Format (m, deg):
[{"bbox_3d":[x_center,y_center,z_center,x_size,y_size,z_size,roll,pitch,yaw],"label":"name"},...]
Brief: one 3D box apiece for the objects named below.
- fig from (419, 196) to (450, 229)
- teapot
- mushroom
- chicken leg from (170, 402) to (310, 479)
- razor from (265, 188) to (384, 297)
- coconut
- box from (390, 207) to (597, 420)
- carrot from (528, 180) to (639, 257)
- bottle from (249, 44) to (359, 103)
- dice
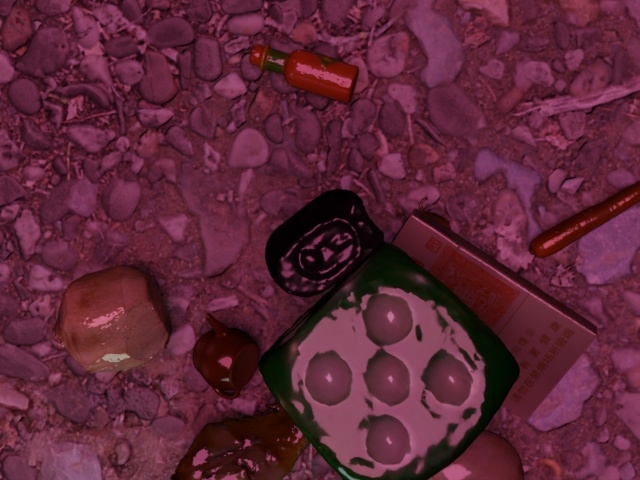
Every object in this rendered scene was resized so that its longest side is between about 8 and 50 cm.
[{"bbox_3d":[0.192,-0.034,1.570,0.050,0.050,0.083,-25,80,5],"label":"fig"},{"bbox_3d":[-0.174,0.205,1.586,0.116,0.116,0.173,2,120,4],"label":"teapot"},{"bbox_3d":[0.229,0.396,1.533,0.227,0.178,0.226,2,123,3],"label":"mushroom"},{"bbox_3d":[-0.084,0.358,1.576,0.429,0.153,0.201,-35,103,-2],"label":"chicken leg"},{"bbox_3d":[-0.002,-0.003,1.445,0.189,0.327,0.107,-37,96,2],"label":"razor"},{"bbox_3d":[-0.363,0.137,1.555,0.194,0.194,0.194,0,93,4],"label":"coconut"},{"bbox_3d":[0.256,0.126,1.546,0.365,0.051,0.204,33,113,2],"label":"box"},{"bbox_3d":[0.466,-0.040,1.553,0.248,0.043,0.043,-31,91,3],"label":"carrot"},{"bbox_3d":[-0.030,-0.292,1.559,0.187,0.069,0.069,17,94,2],"label":"bottle"},{"bbox_3d":[0.099,0.193,1.385,0.300,0.297,0.287,-43,89,0],"label":"dice"}]
